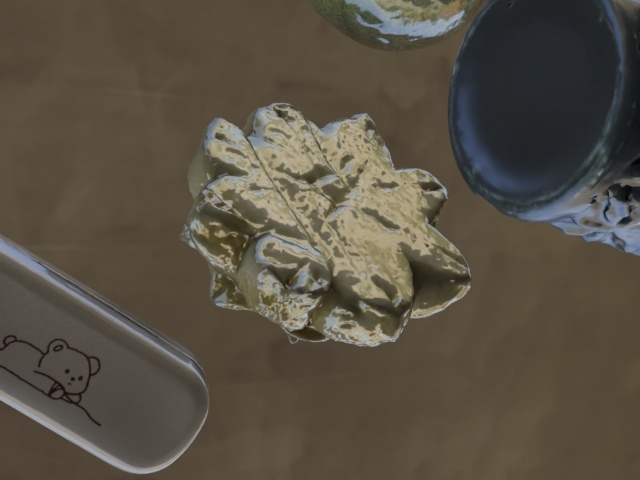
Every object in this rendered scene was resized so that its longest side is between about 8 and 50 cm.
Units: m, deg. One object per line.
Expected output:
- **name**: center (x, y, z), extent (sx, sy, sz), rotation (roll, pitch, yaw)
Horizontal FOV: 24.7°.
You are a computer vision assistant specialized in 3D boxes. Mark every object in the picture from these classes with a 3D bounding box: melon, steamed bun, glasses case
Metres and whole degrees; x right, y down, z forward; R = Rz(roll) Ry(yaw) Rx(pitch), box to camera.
- **melon**: center (0.089, -0.359, 1.808), extent (0.329, 0.249, 0.248), rotation (0, -82, -76)
- **steamed bun**: center (0.000, 0.000, 1.416), extent (0.292, 0.137, 0.295), rotation (21, -141, -12)
- **glasses case**: center (-0.158, 0.068, 0.887), extent (0.196, 0.050, 0.083), rotation (32, -80, -17)

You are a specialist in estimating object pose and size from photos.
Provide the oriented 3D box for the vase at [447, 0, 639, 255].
- **vase**: center (0.199, -0.030, 0.654), extent (0.301, 0.156, 0.251), rotation (9, -110, -37)
